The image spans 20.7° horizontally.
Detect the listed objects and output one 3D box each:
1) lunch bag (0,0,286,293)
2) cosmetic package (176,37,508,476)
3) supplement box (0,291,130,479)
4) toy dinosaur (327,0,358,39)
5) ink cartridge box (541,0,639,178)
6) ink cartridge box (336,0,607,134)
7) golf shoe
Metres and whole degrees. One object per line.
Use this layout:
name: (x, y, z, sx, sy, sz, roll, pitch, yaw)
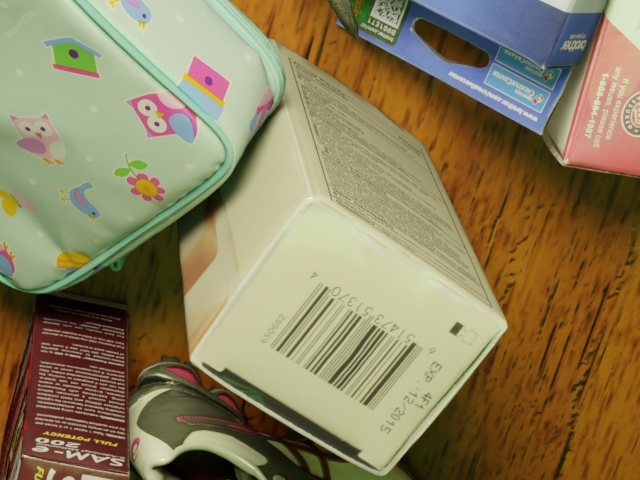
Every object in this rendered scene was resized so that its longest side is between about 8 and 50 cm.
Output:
lunch bag: (-0.168, -0.088, 1.105, 0.224, 0.108, 0.279, 41, 139, -18)
cosmetic package: (0.000, 0.000, 1.123, 0.153, 0.296, 0.129, 33, 107, -17)
supplement box: (-0.177, 0.144, 1.195, 0.073, 0.239, 0.130, 12, 112, -12)
toy dinosaur: (-0.010, -0.285, 1.094, 0.121, 0.160, 0.313, -45, 133, -34)
ink cartridge box: (0.311, -0.139, 1.199, 0.283, 0.117, 0.207, 9, 112, -11)
ink cartridge box: (0.117, -0.241, 1.105, 0.186, 0.065, 0.311, 32, 115, 25)
golf shoe: (-0.032, 0.191, 1.304, 0.273, 0.120, 0.105, 24, 107, -18)
